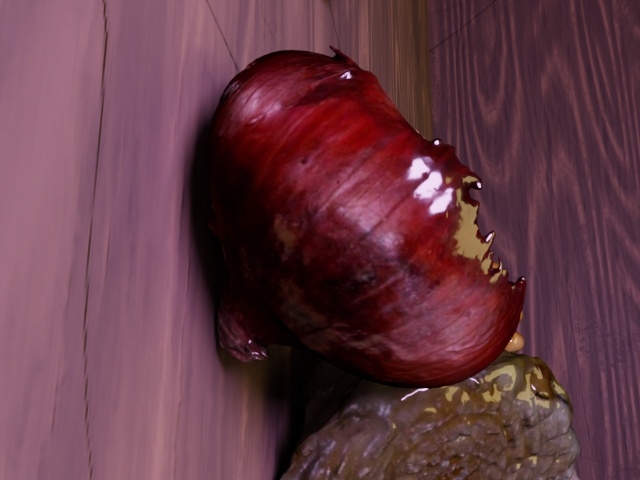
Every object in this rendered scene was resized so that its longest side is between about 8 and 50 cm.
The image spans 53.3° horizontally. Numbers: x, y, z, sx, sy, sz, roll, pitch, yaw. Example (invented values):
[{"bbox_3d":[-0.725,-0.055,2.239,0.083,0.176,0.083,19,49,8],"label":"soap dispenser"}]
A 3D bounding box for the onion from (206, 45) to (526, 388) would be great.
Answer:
[{"bbox_3d":[0.000,0.000,0.448,0.272,0.195,0.272,56,-6,9],"label":"onion"}]

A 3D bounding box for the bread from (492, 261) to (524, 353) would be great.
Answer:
[{"bbox_3d":[0.181,0.045,0.936,0.311,0.121,0.173,60,-24,13],"label":"bread"}]

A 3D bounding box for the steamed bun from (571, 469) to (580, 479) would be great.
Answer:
[{"bbox_3d":[0.221,0.417,0.806,0.247,0.236,0.384,-3,106,-42],"label":"steamed bun"}]

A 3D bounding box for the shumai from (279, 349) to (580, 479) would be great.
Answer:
[{"bbox_3d":[0.069,0.180,0.666,0.309,0.304,0.263,57,-3,-35],"label":"shumai"}]
